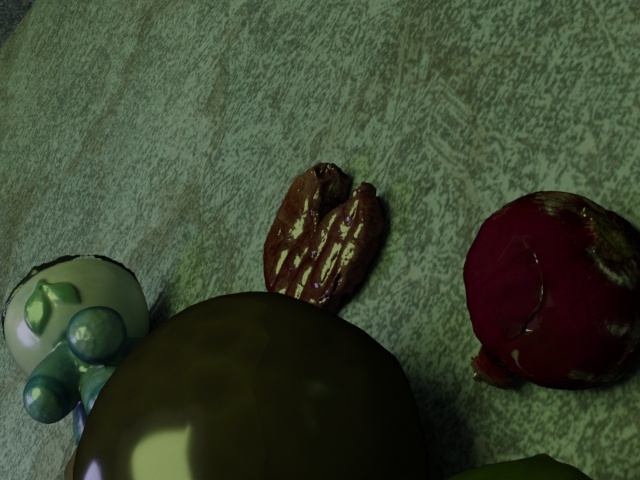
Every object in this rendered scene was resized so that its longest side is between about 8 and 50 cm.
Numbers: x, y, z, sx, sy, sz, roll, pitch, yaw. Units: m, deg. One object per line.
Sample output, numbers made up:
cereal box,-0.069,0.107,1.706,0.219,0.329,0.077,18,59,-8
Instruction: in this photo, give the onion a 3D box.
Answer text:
onion,0.192,0.062,1.099,0.218,0.140,0.195,-49,41,36

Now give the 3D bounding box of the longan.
longan,-0.074,0.233,1.196,0.404,0.336,0.404,-38,31,28

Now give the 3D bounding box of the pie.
pie,0.000,0.000,1.520,0.204,0.054,0.218,-57,34,18

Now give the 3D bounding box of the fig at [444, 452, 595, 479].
fig,0.140,0.295,0.875,0.316,0.316,0.316,-37,42,42

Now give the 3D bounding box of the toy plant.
toy plant,-0.327,0.185,1.764,0.247,0.247,0.332,-61,32,12

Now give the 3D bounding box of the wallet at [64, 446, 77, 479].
wallet,-0.345,0.328,1.875,0.152,0.039,0.118,-62,34,5
